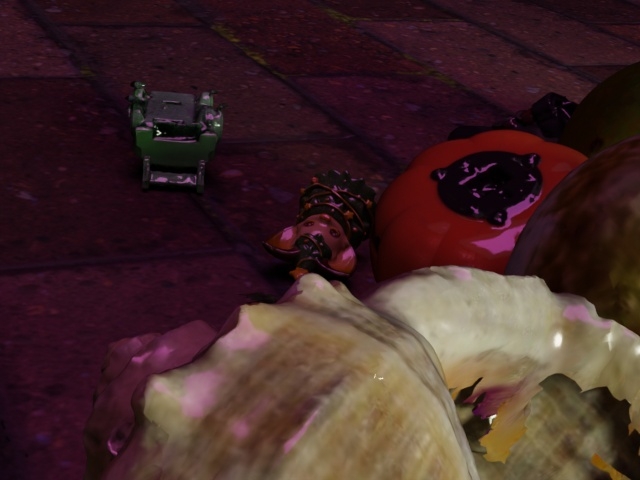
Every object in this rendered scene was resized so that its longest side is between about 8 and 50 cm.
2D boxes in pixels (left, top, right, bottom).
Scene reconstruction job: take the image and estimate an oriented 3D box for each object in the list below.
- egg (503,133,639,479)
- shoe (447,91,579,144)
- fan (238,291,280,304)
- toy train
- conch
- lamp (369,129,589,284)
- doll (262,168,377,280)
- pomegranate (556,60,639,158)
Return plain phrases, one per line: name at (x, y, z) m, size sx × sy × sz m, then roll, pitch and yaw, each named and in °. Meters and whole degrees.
egg at (0.230, 0.072, 0.602) m, size 0.238 × 0.238 × 0.289 m, roll -18°, pitch 66°, yaw -44°
shoe at (0.248, -0.105, 1.162) m, size 0.228 × 0.112 × 0.099 m, roll 20°, pitch 27°, yaw 21°
fan at (-0.021, 0.063, 0.606) m, size 0.191 × 0.009 × 0.329 m, roll 2°, pitch -14°, yaw 0°
toy train at (-0.147, -0.108, 1.104) m, size 0.099 × 0.081 × 0.149 m, roll 3°, pitch 19°, yaw -10°
conch at (0.054, 0.156, 0.436) m, size 0.297 × 0.210 × 0.352 m, roll -36°, pitch 86°, yaw -41°
lamp at (0.129, 0.017, 0.806) m, size 0.188 × 0.163 × 0.187 m, roll -6°, pitch 44°, yaw 6°
doll at (0.000, 0.004, 0.936) m, size 0.078 × 0.076 × 0.113 m, roll 21°, pitch 59°, yaw 10°
pomegranate at (0.369, -0.066, 0.962) m, size 0.310 × 0.216 × 0.358 m, roll 21°, pitch 32°, yaw 18°
